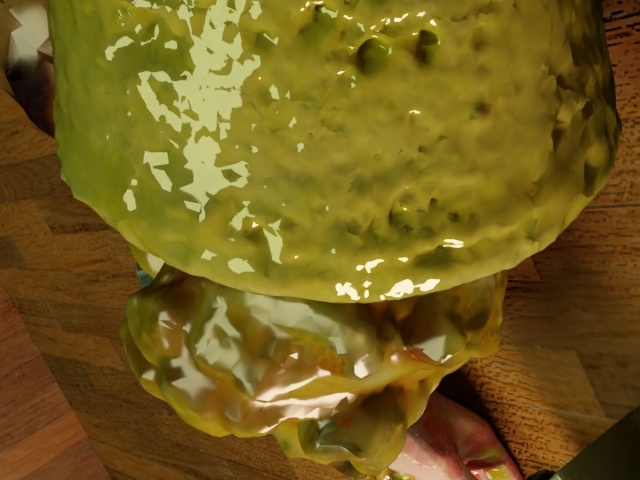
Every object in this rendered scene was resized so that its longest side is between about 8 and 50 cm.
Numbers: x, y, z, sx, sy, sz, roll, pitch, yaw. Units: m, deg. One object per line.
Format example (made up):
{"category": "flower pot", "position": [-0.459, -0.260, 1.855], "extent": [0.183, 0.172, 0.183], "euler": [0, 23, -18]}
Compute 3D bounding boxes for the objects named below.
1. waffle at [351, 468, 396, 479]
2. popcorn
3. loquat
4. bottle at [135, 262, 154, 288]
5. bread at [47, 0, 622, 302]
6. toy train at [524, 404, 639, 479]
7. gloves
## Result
{"category": "waffle", "position": [0.081, 0.253, 1.495], "extent": [0.243, 0.058, 0.238], "euler": [59, 157, -4]}
{"category": "popcorn", "position": [-0.009, -0.005, 1.058], "extent": [0.321, 0.326, 0.290], "euler": [24, 171, 0]}
{"category": "loquat", "position": [-0.199, -0.197, 1.276], "extent": [0.235, 0.235, 0.235], "euler": [44, 153, 29]}
{"category": "bottle", "position": [-0.130, 0.018, 1.589], "extent": [0.082, 0.082, 0.286], "euler": [61, 157, -6]}
{"category": "bread", "position": [0.008, -0.157, 0.814], "extent": [0.348, 0.348, 0.308], "euler": [38, 143, 38]}
{"category": "toy train", "position": [0.271, 0.279, 1.081], "extent": [0.300, 0.131, 0.202], "euler": [50, 148, 17]}
{"category": "gloves", "position": [0.114, 0.210, 1.314], "extent": [0.241, 0.126, 0.145], "euler": [40, 139, -15]}
